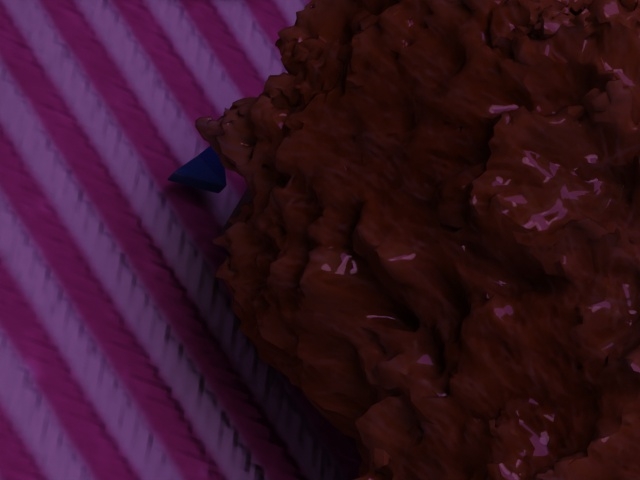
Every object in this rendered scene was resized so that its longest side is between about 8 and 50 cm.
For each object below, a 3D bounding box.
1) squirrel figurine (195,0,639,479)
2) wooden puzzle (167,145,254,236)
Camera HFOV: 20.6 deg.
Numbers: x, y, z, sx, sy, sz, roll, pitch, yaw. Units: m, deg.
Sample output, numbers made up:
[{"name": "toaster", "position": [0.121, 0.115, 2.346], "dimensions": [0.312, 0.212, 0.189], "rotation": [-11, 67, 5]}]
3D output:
[{"name": "squirrel figurine", "position": [0.170, -0.011, 0.551], "dimensions": [0.397, 0.281, 0.370], "rotation": [-10, 110, -11]}, {"name": "wooden puzzle", "position": [0.000, 0.000, 0.664], "dimensions": [0.116, 0.014, 0.078], "rotation": [43, 43, -5]}]
